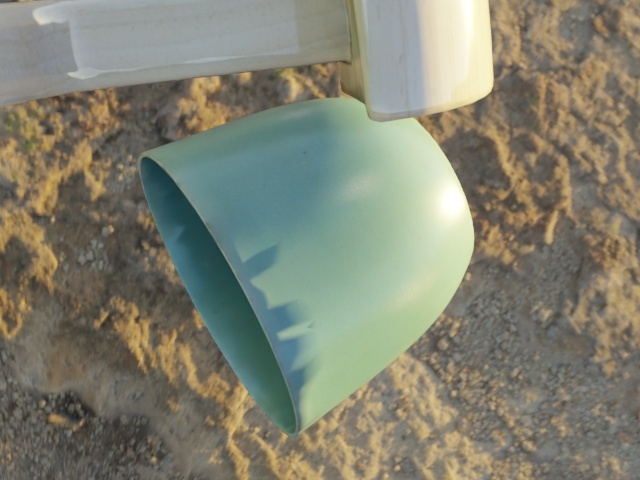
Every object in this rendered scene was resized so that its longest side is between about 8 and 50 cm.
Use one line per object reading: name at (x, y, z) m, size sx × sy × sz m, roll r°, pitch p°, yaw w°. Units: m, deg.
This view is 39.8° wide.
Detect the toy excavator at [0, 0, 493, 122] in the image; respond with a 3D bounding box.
toy excavator at (-0.186, -0.056, 0.297) m, size 0.433 × 0.222 × 0.445 m, roll -2°, pitch 18°, yaw 20°

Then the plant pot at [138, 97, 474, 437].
plant pot at (0.000, 0.000, 0.844) m, size 0.235 × 0.293 × 0.293 m, roll -28°, pitch 76°, yaw -17°
